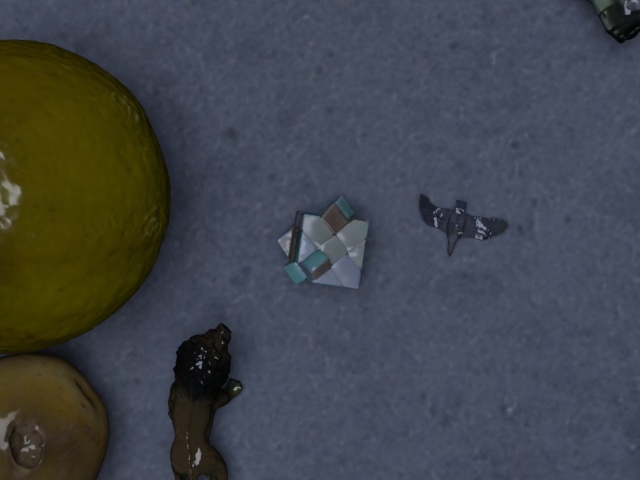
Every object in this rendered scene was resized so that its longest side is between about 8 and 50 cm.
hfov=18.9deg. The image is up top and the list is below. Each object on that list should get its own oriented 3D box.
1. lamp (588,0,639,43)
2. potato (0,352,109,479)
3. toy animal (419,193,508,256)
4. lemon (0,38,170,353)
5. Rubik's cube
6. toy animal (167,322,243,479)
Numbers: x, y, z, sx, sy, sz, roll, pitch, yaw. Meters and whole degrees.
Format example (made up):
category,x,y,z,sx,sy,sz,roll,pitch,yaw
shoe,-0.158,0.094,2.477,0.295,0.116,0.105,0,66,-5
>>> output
category,x,y,z,sx,sy,sz,roll,pitch,yaw
lamp,0.234,-0.295,1.696,0.101,0.101,0.250,-21,79,3
potato,-0.289,0.206,1.704,0.150,0.146,0.234,41,75,-41
toy animal,0.123,-0.010,1.733,0.084,0.028,0.050,19,83,4
lemon,-0.263,-0.037,1.630,0.293,0.293,0.293,0,90,3
Rubik's cube,-0.001,0.002,1.717,0.073,0.075,0.084,6,76,-13
toy animal,-0.109,0.173,1.731,0.069,0.086,0.220,2,108,6
